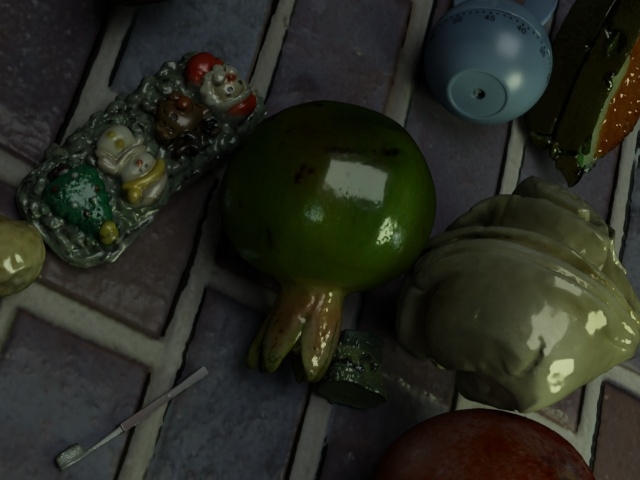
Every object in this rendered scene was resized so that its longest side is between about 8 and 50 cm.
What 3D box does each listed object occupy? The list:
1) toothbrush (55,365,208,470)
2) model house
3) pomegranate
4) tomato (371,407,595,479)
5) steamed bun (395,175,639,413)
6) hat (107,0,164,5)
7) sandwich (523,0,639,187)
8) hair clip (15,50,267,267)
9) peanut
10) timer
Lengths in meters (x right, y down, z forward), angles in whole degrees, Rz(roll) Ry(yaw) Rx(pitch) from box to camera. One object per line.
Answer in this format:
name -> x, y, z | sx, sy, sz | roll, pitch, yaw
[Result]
toothbrush -> -0.187, 0.177, 1.433 | 0.194, 0.014, 0.017 | -30, 88, -37
model house -> 0.036, 0.133, 1.564 | 0.078, 0.066, 0.083 | 24, 57, -27
pomegranate -> 0.000, 0.000, 1.512 | 0.236, 0.236, 0.302 | 17, 75, -27
tomato -> 0.177, 0.302, 1.476 | 0.264, 0.265, 0.265 | 13, 65, -29
steamed bun -> 0.210, 0.048, 1.552 | 0.289, 0.276, 0.203 | -28, 107, -50
hat -> -0.137, -0.405, 1.572 | 0.208, 0.238, 0.336 | 5, 58, -29
sandwich -> 0.377, -0.236, 1.855 | 0.109, 0.292, 0.212 | 31, 32, 25
hair clip -> -0.172, -0.105, 1.508 | 0.138, 0.091, 0.321 | 48, 52, -5
peanut -> -0.355, 0.026, 1.337 | 0.214, 0.090, 0.099 | -19, 70, -36
timer -> 0.218, -0.238, 1.804 | 0.175, 0.175, 0.255 | 50, 24, -7
